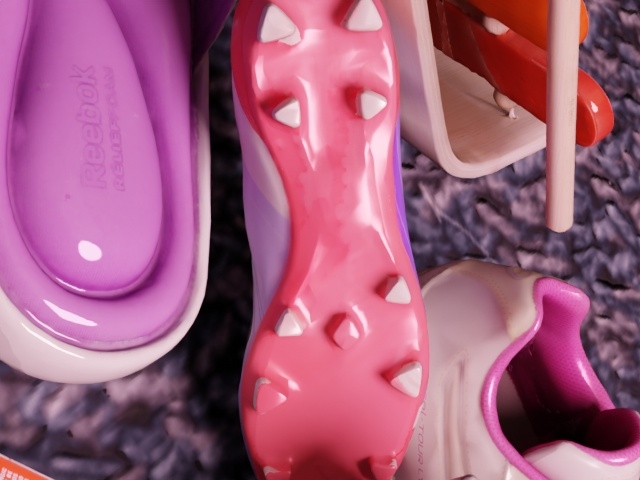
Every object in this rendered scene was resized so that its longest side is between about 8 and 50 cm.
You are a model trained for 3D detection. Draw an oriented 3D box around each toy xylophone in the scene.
[{"bbox_3d":[0.049,-0.137,0.573,0.081,0.323,0.236,-36,59,-17],"label":"toy xylophone"}]

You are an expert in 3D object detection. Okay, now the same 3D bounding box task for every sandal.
[{"bbox_3d":[-0.094,-0.152,0.569,0.169,0.102,0.416,-2,78,-43],"label":"sandal"}]

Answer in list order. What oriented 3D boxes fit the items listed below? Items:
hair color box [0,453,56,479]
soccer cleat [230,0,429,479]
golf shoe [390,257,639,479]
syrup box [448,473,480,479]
[{"bbox_3d":[-0.100,0.125,0.483,0.167,0.093,0.053,35,55,-30],"label":"hair color box"},{"bbox_3d":[0.000,0.000,0.588,0.083,0.095,0.248,-5,107,-5],"label":"soccer cleat"},{"bbox_3d":[0.100,0.152,0.631,0.115,0.140,0.306,-28,98,-46],"label":"golf shoe"},{"bbox_3d":[0.012,0.212,0.505,0.093,0.096,0.237,39,66,-3],"label":"syrup box"}]
